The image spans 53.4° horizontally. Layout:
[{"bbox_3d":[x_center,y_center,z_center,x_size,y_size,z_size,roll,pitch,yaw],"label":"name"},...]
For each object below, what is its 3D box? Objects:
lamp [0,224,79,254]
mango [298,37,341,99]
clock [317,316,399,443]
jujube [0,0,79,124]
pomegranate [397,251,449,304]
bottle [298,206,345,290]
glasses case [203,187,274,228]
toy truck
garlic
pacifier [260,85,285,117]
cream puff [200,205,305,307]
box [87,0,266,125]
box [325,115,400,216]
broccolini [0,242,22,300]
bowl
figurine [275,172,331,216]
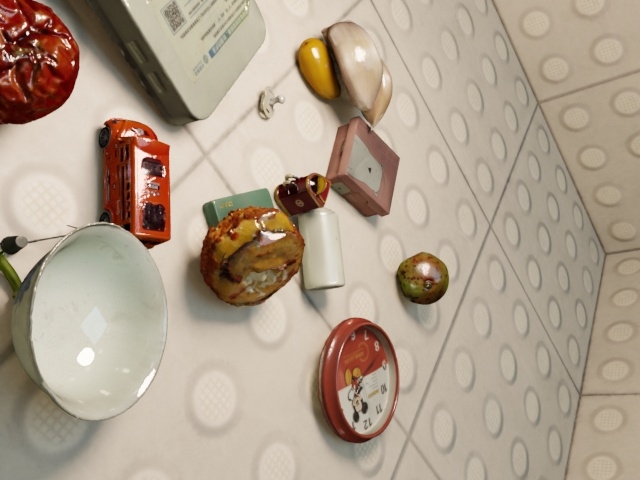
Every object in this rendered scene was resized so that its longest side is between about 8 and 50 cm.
[{"bbox_3d":[-0.471,-0.002,1.083,0.121,0.054,0.041,-13,90,-50],"label":"lamp"},{"bbox_3d":[-0.003,-0.466,1.750,0.102,0.085,0.184,-58,134,-42],"label":"mango"},{"bbox_3d":[0.097,0.357,1.640,0.319,0.080,0.318,14,73,-51],"label":"clock"},{"bbox_3d":[-0.513,-0.287,1.009,0.232,0.213,0.212,1,79,-45],"label":"jujube"},{"bbox_3d":[0.309,0.106,1.922,0.205,0.159,0.159,-60,129,-72],"label":"pomegranate"},{"bbox_3d":[0.000,0.000,1.603,0.104,0.104,0.245,5,76,-49],"label":"bottle"},{"bbox_3d":[-0.182,-0.068,1.456,0.184,0.039,0.077,-21,96,-50],"label":"glasses case"},{"bbox_3d":[-0.347,-0.115,1.214,0.108,0.114,0.252,8,75,-47],"label":"toy truck"},{"bbox_3d":[0.107,-0.483,1.767,0.325,0.132,0.279,64,12,18],"label":"garlic"},{"bbox_3d":[-0.116,-0.346,1.595,0.068,0.064,0.083,45,47,-56],"label":"pacifier"},{"bbox_3d":[-0.148,0.025,1.350,0.240,0.240,0.164,6,45,-49],"label":"cream puff"},{"bbox_3d":[-0.291,-0.500,1.351,0.396,0.111,0.395,62,40,-38],"label":"box"},{"bbox_3d":[0.123,-0.206,1.821,0.215,0.086,0.215,39,53,-38],"label":"box"},{"bbox_3d":[-0.545,0.050,0.989,0.123,0.062,0.271,-45,117,-35],"label":"broccolini"},{"bbox_3d":[-0.401,0.130,1.039,0.313,0.146,0.313,-3,90,-68],"label":"bowl"},{"bbox_3d":[-0.043,-0.128,1.548,0.098,0.154,0.082,40,52,-32],"label":"figurine"}]
